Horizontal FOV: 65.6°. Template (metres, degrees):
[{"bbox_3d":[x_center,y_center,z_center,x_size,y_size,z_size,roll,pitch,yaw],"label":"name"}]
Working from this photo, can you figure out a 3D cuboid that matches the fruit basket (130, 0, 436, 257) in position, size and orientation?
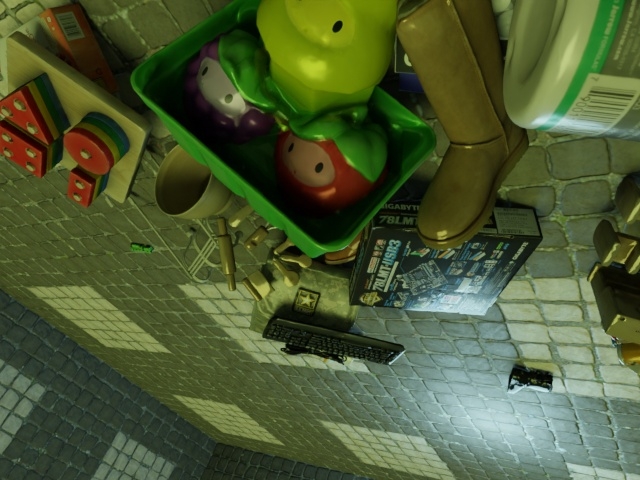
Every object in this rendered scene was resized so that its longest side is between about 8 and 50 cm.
[{"bbox_3d":[-0.029,-0.194,0.647,0.392,0.283,0.392,36,157,18],"label":"fruit basket"}]

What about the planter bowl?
[{"bbox_3d":[-0.246,-0.112,1.027,0.162,0.162,0.109,-2,164,33],"label":"planter bowl"}]

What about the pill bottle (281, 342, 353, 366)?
[{"bbox_3d":[0.001,0.278,1.414,0.208,0.117,0.117,24,145,1],"label":"pill bottle"}]

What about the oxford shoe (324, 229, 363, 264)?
[{"bbox_3d":[0.084,-0.007,1.040,0.212,0.076,0.076,-25,101,37],"label":"oxford shoe"}]

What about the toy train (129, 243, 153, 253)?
[{"bbox_3d":[-0.533,0.022,1.476,0.083,0.017,0.023,8,132,22],"label":"toy train"}]

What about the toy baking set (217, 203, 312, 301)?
[{"bbox_3d":[-0.125,0.001,1.061,0.197,0.030,0.256,-11,99,3],"label":"toy baking set"}]

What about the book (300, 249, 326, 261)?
[{"bbox_3d":[0.000,0.000,1.123,0.096,0.035,0.144,11,144,13],"label":"book"}]

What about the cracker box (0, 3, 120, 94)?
[{"bbox_3d":[-0.498,-0.318,0.921,0.232,0.067,0.155,-5,116,35],"label":"cracker box"}]

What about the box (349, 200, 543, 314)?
[{"bbox_3d":[0.216,0.043,0.949,0.293,0.073,0.295,5,145,-2],"label":"box"}]

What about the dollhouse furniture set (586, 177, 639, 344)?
[{"bbox_3d":[0.542,0.025,0.787,0.212,0.161,0.242,17,123,9],"label":"dollhouse furniture set"}]

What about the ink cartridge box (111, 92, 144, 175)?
[{"bbox_3d":[-0.488,-0.213,1.048,0.225,0.056,0.181,-1,112,30],"label":"ink cartridge box"}]

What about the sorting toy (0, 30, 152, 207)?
[{"bbox_3d":[-0.462,-0.186,0.896,0.257,0.089,0.255,35,142,-10],"label":"sorting toy"}]

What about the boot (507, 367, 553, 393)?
[{"bbox_3d":[0.543,0.372,1.289,0.099,0.045,0.121,9,142,16],"label":"boot"}]

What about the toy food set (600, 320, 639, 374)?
[{"bbox_3d":[0.595,0.202,0.958,0.232,0.111,0.104,10,159,-40],"label":"toy food set"}]

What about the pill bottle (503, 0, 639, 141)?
[{"bbox_3d":[0.383,-0.190,0.471,0.361,0.204,0.204,7,144,3],"label":"pill bottle"}]

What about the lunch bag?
[{"bbox_3d":[-0.035,0.138,1.194,0.235,0.169,0.287,16,147,-3],"label":"lunch bag"}]

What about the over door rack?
[{"bbox_3d":[-0.343,-0.068,1.184,0.324,0.108,0.239,43,141,-4],"label":"over door rack"}]

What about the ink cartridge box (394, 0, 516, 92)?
[{"bbox_3d":[0.200,-0.262,0.647,0.206,0.045,0.208,11,144,16],"label":"ink cartridge box"}]

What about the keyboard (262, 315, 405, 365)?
[{"bbox_3d":[0.018,0.251,1.170,0.317,0.033,0.201,15,150,-8],"label":"keyboard"}]

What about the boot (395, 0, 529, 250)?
[{"bbox_3d":[0.149,-0.155,0.595,0.089,0.236,0.269,15,153,44],"label":"boot"}]
